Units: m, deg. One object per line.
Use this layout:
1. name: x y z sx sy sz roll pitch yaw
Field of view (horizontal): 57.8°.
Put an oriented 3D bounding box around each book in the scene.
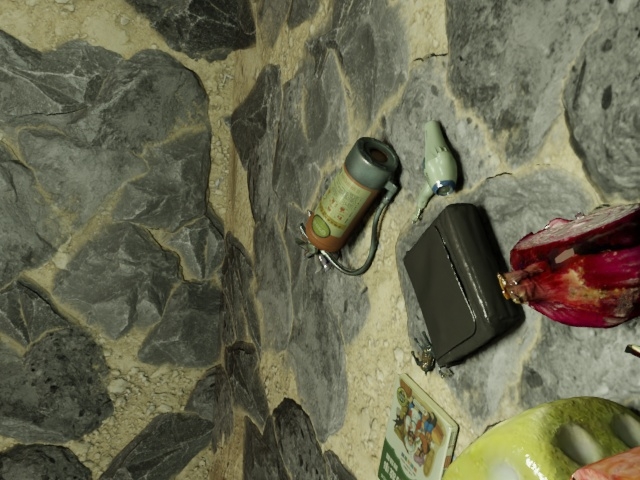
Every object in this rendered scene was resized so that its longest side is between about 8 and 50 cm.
1. book: 0.195 0.442 1.201 0.202 0.027 0.264 -142 56 -60

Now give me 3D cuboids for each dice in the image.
1. dice: 0.307 0.351 0.719 0.233 0.226 0.238 66 145 40

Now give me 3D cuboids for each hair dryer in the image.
1. hair dryer: 0.217 -0.140 1.165 0.199 0.067 0.167 114 159 -69

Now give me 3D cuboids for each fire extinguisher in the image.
1. fire extinguisher: 0.064 -0.049 1.374 0.376 0.113 0.200 -55 53 42

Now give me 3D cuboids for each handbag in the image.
1. handbag: 0.246 0.083 1.046 0.223 0.080 0.247 117 143 -57

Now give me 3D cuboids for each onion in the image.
1. onion: 0.312 0.046 0.723 0.195 0.218 0.140 -5 106 61

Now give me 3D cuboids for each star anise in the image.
1. star anise: 0.000 0.000 1.588 0.181 0.061 0.204 53 140 22

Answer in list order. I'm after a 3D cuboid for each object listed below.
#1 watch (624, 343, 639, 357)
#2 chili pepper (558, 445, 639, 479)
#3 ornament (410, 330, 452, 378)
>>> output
1. watch: 0.441 0.092 0.596 0.268 0.102 0.165 -153 63 -69
2. chili pepper: 0.358 0.270 0.483 0.229 0.305 0.251 132 120 -74
3. ornament: 0.221 0.239 1.150 0.125 0.028 0.073 -137 52 -61
